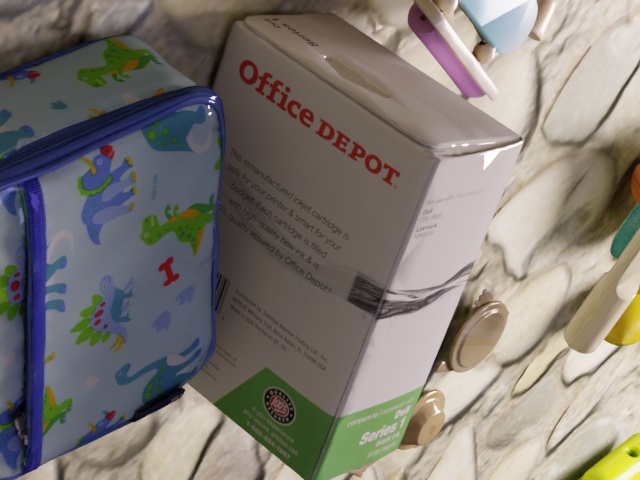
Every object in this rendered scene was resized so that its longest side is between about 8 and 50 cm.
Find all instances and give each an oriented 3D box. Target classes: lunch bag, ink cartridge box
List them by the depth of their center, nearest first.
[{"bbox_3d":[-0.138,0.015,1.010,0.176,0.090,0.219,-24,138,-35],"label":"lunch bag"},{"bbox_3d":[0.000,0.000,1.107,0.092,0.160,0.219,-13,132,-49],"label":"ink cartridge box"}]

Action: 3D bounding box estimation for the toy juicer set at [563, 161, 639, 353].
[{"bbox_3d":[0.263,-0.004,1.547,0.209,0.089,0.329,-53,161,26],"label":"toy juicer set"}]

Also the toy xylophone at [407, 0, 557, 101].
[{"bbox_3d":[0.163,-0.231,1.170,0.323,0.081,0.236,-56,150,6],"label":"toy xylophone"}]

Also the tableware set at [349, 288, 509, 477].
[{"bbox_3d":[0.075,0.107,1.459,0.141,0.020,0.169,5,117,-56],"label":"tableware set"}]

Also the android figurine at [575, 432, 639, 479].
[{"bbox_3d":[0.255,0.296,1.865,0.273,0.056,0.248,-26,141,-40],"label":"android figurine"}]
